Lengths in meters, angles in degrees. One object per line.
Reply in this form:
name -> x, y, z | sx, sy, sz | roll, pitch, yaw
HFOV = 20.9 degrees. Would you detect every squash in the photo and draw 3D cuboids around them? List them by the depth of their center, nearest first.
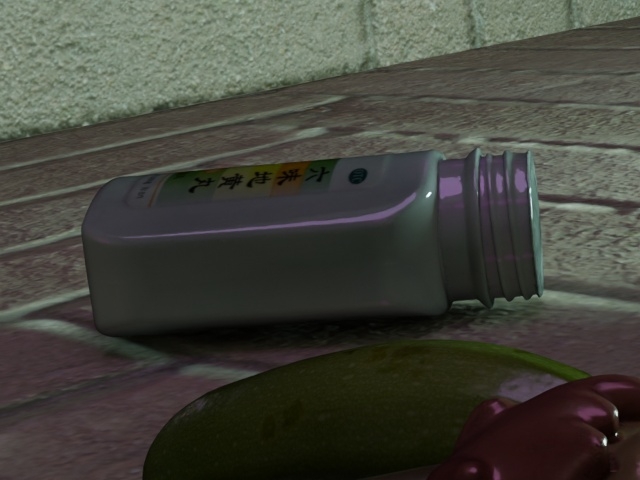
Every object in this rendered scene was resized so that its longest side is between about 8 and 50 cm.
squash -> 0.029, 0.089, 0.764 | 0.094, 0.094, 0.341 | -17, 3, -43

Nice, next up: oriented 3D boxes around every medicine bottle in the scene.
medicine bottle -> 0.000, 0.000, 1.284 | 0.324, 0.124, 0.179 | -3, 12, 11

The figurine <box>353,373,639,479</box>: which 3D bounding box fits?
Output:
figurine -> 0.141, 0.109, 0.570 | 0.387, 0.166, 0.207 | 6, -2, 33
